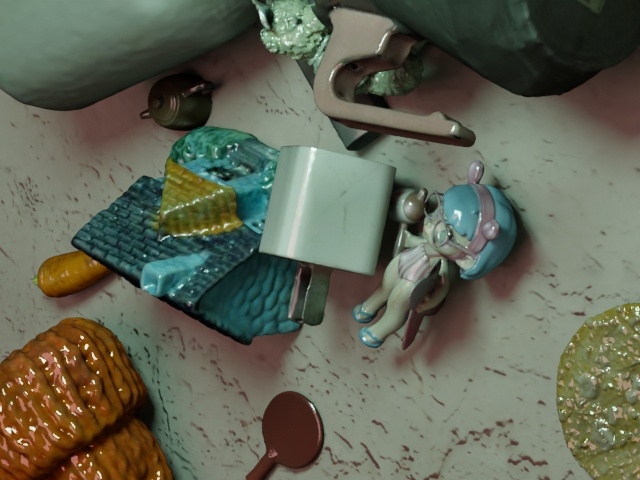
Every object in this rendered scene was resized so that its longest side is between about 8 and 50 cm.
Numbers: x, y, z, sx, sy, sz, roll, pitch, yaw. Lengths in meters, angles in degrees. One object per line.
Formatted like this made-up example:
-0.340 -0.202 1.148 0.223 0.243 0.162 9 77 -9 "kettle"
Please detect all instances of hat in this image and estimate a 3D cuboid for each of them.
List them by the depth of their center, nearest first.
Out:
-0.296 0.305 2.288 0.400 0.285 0.285 45 126 -5 "hat"

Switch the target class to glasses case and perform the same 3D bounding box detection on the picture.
0.017 -0.203 2.039 0.072 0.042 0.191 -39 70 28 "glasses case"

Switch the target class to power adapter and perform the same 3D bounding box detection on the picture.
0.000 0.000 1.975 0.130 0.125 0.205 -168 90 -72 "power adapter"

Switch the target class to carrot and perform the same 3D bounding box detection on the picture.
-0.303 0.026 2.340 0.256 0.061 0.061 -20 82 31 "carrot"

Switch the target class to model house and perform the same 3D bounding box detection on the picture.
-0.174 -0.010 2.096 0.261 0.241 0.226 24 112 37 "model house"

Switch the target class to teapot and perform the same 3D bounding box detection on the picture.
0.144 -0.283 1.749 0.361 0.305 0.376 18 86 47 "teapot"
-0.187 -0.183 2.195 0.121 0.068 0.076 -22 81 40 "teapot"

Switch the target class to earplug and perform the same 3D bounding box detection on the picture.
-0.224 -0.359 2.056 0.394 0.312 0.313 -17 84 38 "earplug"

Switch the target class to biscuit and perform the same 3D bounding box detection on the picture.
0.344 0.176 1.807 0.220 0.033 0.220 8 102 40 "biscuit"

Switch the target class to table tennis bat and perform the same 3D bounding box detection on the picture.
-0.051 0.262 2.167 0.098 0.019 0.155 50 121 24 "table tennis bat"

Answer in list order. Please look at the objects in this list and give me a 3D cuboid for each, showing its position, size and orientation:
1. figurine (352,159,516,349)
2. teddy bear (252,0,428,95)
0.128 0.015 1.946 0.260 0.103 0.205 -50 28 35 "figurine"
0.023 -0.226 1.963 0.213 0.133 0.111 16 141 7 "teddy bear"
